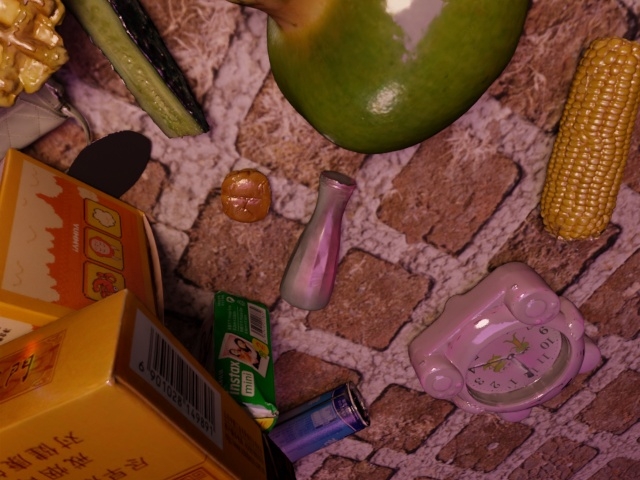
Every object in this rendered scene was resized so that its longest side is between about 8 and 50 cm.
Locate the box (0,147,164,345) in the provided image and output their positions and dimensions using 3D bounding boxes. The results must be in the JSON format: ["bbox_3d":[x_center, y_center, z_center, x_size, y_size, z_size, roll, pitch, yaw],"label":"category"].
[{"bbox_3d":[-0.376,0.095,0.601,0.283,0.260,0.213,-43,137,17],"label":"box"}]

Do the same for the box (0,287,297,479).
[{"bbox_3d":[-0.210,0.268,0.525,0.264,0.116,0.416,-25,129,3],"label":"box"}]

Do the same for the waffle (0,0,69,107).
[{"bbox_3d":[-0.391,-0.251,0.440,0.281,0.058,0.301,-39,103,4],"label":"waffle"}]

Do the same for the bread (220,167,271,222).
[{"bbox_3d":[-0.109,-0.068,0.690,0.080,0.046,0.083,22,114,-23],"label":"bread"}]

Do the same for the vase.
[{"bbox_3d":[0.000,0.000,0.733,0.086,0.086,0.214,10,114,-15],"label":"vase"}]

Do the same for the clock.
[{"bbox_3d":[0.362,0.214,0.899,0.322,0.113,0.295,35,110,-27],"label":"clock"}]

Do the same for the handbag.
[{"bbox_3d":[-0.432,-0.137,0.585,0.256,0.079,0.219,-28,134,8],"label":"handbag"}]

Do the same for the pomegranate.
[{"bbox_3d":[0.063,-0.230,0.481,0.358,0.216,0.310,-2,136,-41],"label":"pomegranate"}]

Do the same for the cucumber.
[{"bbox_3d":[-0.212,-0.225,0.576,0.077,0.062,0.211,-4,136,34],"label":"cucumber"}]

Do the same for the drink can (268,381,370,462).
[{"bbox_3d":[-0.023,0.376,0.943,0.235,0.097,0.097,-29,121,8],"label":"drink can"}]

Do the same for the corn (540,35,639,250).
[{"bbox_3d":[0.400,-0.138,0.698,0.106,0.106,0.306,-7,120,-5],"label":"corn"}]

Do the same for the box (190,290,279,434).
[{"bbox_3d":[-0.145,0.220,0.737,0.102,0.250,0.180,17,118,-20],"label":"box"}]

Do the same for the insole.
[{"bbox_3d":[-0.333,-0.063,0.666,0.253,0.005,0.086,-43,137,17],"label":"insole"}]
